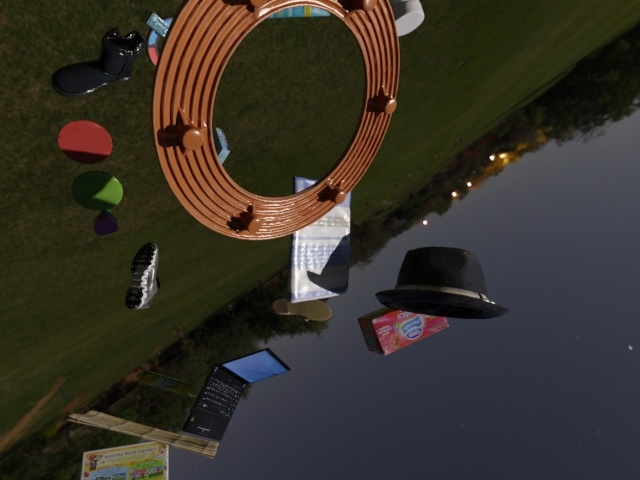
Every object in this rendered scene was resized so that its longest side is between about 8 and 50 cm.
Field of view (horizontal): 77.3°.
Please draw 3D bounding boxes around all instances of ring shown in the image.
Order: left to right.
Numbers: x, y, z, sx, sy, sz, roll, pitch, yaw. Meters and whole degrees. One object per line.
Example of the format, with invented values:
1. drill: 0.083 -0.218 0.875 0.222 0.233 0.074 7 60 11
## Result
1. ring: -0.020 -0.143 0.458 0.337 0.032 0.336 -28 138 -28

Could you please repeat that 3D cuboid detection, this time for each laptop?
1. laptop: -0.222 0.441 1.132 0.234 0.137 0.264 68 40 -55

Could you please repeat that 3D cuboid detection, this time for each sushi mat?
1. sushi mat: -0.387 0.434 0.902 0.151 0.317 0.019 125 -17 -68

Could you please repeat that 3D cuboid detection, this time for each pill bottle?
1. pill bottle: 0.198 -0.694 1.093 0.131 0.229 0.131 -17 176 -1

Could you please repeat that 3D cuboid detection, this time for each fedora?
1. fedora: 0.304 0.104 1.010 0.334 0.152 0.334 7 164 2

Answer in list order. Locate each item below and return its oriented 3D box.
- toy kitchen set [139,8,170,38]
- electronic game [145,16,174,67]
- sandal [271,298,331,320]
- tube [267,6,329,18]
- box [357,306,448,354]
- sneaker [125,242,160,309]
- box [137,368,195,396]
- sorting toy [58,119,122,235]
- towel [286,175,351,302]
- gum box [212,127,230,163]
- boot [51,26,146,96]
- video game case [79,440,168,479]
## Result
1. toy kitchen set: -0.422 -0.707 1.246 0.207 0.122 0.166 -56 148 4
2. electronic game: -0.619 -0.814 1.680 0.229 0.048 0.229 -35 150 -24
3. sandal: -0.081 0.281 1.610 0.240 0.088 0.079 9 152 -15
4. tube: -0.078 -0.579 0.982 0.207 0.052 0.080 -7 170 -5
5. box: 0.273 0.272 1.332 0.257 0.122 0.128 -19 178 -19
6. sneaker: -0.588 0.125 1.354 0.078 0.234 0.106 2 160 10
7. box: -0.490 0.460 1.285 0.105 0.179 0.043 -27 -140 59
8. sorting toy: -0.646 -0.190 1.151 0.127 0.126 0.365 -9 131 -23
9. towel: 0.000 0.000 0.943 0.034 0.284 0.209 5 -175 41
10. gum box: -0.491 -0.397 1.836 0.041 0.156 0.184 11 134 -41
11. boot: -0.644 -0.521 1.160 0.246 0.094 0.207 -34 -171 -37
12. video game case: -0.550 0.690 1.126 0.227 0.206 0.026 1 146 -22
